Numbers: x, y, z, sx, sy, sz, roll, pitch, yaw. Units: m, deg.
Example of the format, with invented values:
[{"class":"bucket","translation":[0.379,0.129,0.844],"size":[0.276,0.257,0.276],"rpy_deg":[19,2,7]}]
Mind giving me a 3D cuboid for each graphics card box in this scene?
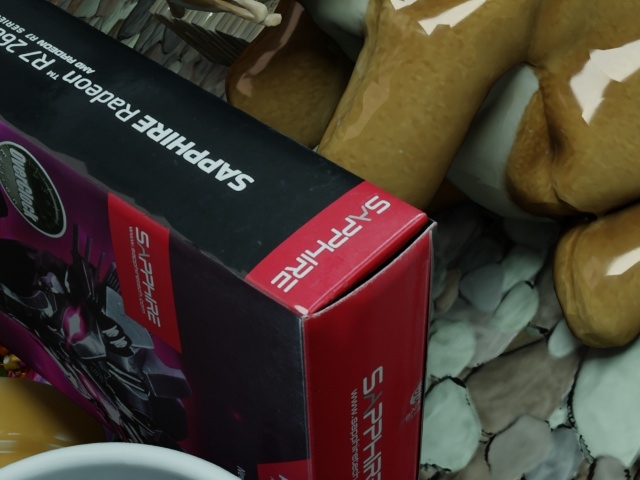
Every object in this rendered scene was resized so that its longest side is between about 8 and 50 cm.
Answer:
[{"class":"graphics card box","translation":[-0.109,0.007,0.710],"size":[0.371,0.232,0.094],"rpy_deg":[33,55,29]}]

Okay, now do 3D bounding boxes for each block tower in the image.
[{"class":"block tower","translation":[-0.055,-0.208,1.187],"size":[0.091,0.097,0.335],"rpy_deg":[-55,30,-2]}]

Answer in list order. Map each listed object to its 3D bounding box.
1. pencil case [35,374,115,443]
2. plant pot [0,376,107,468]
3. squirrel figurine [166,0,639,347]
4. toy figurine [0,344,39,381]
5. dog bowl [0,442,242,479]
[{"class":"pencil case","translation":[-0.184,0.081,1.062],"size":[0.086,0.088,0.206],"rpy_deg":[-23,41,46]},{"class":"plant pot","translation":[-0.231,0.230,0.876],"size":[0.205,0.205,0.188],"rpy_deg":[-42,46,20]},{"class":"squirrel figurine","translation":[0.083,-0.198,0.676],"size":[0.397,0.370,0.281],"rpy_deg":[-49,28,8]},{"class":"toy figurine","translation":[-0.257,0.063,1.189],"size":[0.159,0.130,0.173],"rpy_deg":[-42,51,2]},{"class":"dog bowl","translation":[-0.097,0.234,0.581],"size":[0.265,0.104,0.265],"rpy_deg":[-8,59,13]}]
